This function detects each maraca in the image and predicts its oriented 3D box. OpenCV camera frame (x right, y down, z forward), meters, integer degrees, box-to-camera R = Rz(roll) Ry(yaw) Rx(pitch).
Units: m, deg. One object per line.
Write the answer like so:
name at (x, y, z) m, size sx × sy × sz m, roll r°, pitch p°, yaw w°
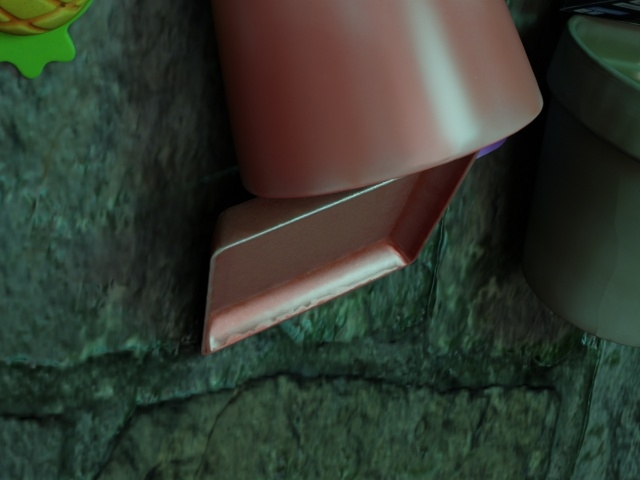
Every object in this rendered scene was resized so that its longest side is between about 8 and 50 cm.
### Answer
maraca at (-0.233, -0.204, 0.727) m, size 0.127 × 0.099 × 0.185 m, roll 5°, pitch 133°, yaw -24°

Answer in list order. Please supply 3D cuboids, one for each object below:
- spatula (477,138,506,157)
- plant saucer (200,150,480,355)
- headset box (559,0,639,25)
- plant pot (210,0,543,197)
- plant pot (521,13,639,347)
spatula at (0.140, -0.225, 0.952) m, size 0.084 × 0.030 × 0.296 m, roll -25°, pitch 118°, yaw -19°
plant saucer at (0.000, 0.000, 0.884) m, size 0.259 × 0.047 × 0.258 m, roll -24°, pitch 161°, yaw -19°
headset box at (0.383, -0.361, 0.939) m, size 0.247 × 0.131 × 0.282 m, roll 1°, pitch 96°, yaw -28°
plant pot at (0.024, -0.193, 0.782) m, size 0.275 × 0.275 × 0.243 m, roll -24°, pitch 107°, yaw -18°
plant pot at (0.356, -0.052, 1.002) m, size 0.323 × 0.323 × 0.280 m, roll 1°, pitch 126°, yaw -28°
